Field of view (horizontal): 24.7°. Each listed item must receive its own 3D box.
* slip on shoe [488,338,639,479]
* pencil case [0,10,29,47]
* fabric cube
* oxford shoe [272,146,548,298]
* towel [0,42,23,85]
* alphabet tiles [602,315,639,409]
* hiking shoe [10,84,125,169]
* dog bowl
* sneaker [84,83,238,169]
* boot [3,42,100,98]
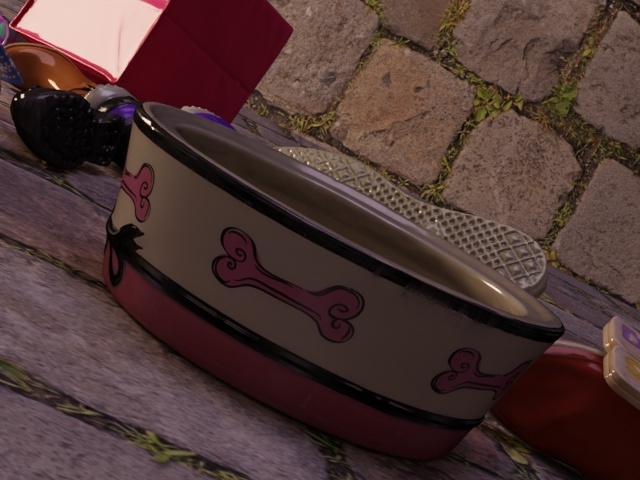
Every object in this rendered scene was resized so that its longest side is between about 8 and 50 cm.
[{"bbox_3d":[0.303,0.200,1.430,0.331,0.123,0.101,32,11,-6],"label":"slip on shoe"},{"bbox_3d":[-0.488,-0.322,2.299,0.070,0.064,0.152,55,11,8],"label":"pencil case"},{"bbox_3d":[-0.249,-0.318,2.188,0.254,0.259,0.258,30,-6,33],"label":"fabric cube"},{"bbox_3d":[0.085,0.004,1.978,0.449,0.169,0.130,22,-35,10],"label":"oxford shoe"},{"bbox_3d":[-0.506,-0.370,1.890,0.243,0.040,0.336,30,-29,46],"label":"towel"},{"bbox_3d":[0.391,0.186,1.426,0.284,0.021,0.278,37,22,-4],"label":"alphabet tiles"},{"bbox_3d":[-0.308,-0.129,1.641,0.114,0.086,0.227,16,-1,13],"label":"hiking shoe"},{"bbox_3d":[-0.005,0.039,1.252,0.408,0.150,0.408,28,8,-4],"label":"dog bowl"},{"bbox_3d":[-0.176,-0.106,1.868,0.146,0.102,0.293,37,16,30],"label":"sneaker"},{"bbox_3d":[-0.343,-0.199,1.976,0.197,0.073,0.152,22,13,-21],"label":"boot"}]
